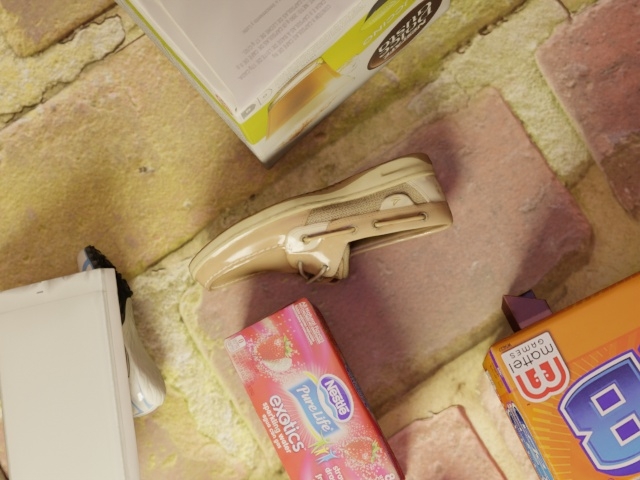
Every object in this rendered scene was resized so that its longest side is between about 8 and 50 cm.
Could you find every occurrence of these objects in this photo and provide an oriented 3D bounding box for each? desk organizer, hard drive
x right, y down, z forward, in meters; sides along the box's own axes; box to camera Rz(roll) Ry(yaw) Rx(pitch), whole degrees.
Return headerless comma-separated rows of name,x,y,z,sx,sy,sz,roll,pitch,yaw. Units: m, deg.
desk organizer,0.254,0.088,1.450,0.047,0.130,0.050,-27,77,2
hard drive,-0.326,0.204,1.495,0.203,0.040,0.307,-13,81,32

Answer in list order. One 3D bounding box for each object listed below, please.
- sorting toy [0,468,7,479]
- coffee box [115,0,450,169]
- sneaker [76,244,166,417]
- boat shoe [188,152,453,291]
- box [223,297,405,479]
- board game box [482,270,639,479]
sorting toy,-0.513,0.370,1.535,0.229,0.041,0.307,-33,79,1
coffee box,-0.066,-0.344,1.449,0.337,0.334,0.338,-42,81,-2
sneaker,-0.276,0.119,1.530,0.086,0.085,0.237,-25,76,10
boat shoe,0.000,0.000,1.496,0.341,0.121,0.110,-23,79,1
box,-0.005,0.213,1.461,0.122,0.128,0.257,-28,79,2
board game box,0.419,0.207,1.298,0.356,0.356,0.356,-27,79,2
